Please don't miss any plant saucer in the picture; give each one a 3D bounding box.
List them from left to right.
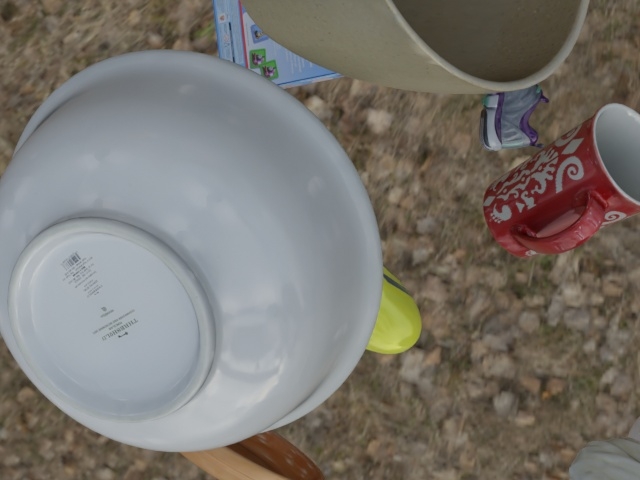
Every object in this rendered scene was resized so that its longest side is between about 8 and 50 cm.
[{"bbox_3d":[-0.087,0.207,1.198,0.200,0.200,0.037,30,91,-2],"label":"plant saucer"}]

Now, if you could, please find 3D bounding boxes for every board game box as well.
[{"bbox_3d":[-0.047,-0.294,1.669,0.212,0.039,0.160,-8,87,27],"label":"board game box"}]

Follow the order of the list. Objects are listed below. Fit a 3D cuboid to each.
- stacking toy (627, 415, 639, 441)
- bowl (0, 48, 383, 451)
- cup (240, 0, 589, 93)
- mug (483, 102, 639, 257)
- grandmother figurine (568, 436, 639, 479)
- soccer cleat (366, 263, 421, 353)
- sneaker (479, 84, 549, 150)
[{"bbox_3d":[0.405,0.366,1.281,0.351,0.480,0.350,2,126,3],"label":"stacking toy"},{"bbox_3d":[-0.114,0.031,0.808,0.298,0.134,0.297,6,112,15],"label":"bowl"},{"bbox_3d":[0.052,-0.277,1.073,0.237,0.331,0.331,-7,119,46],"label":"cup"},{"bbox_3d":[0.243,-0.049,1.210,0.169,0.150,0.113,-31,83,47],"label":"mug"},{"bbox_3d":[0.098,0.255,0.603,0.104,0.342,0.208,26,169,22],"label":"grandmother figurine"},{"bbox_3d":[-0.001,0.000,1.216,0.289,0.093,0.121,50,164,2],"label":"soccer cleat"},{"bbox_3d":[0.288,-0.244,1.766,0.098,0.083,0.223,1,100,1],"label":"sneaker"}]
